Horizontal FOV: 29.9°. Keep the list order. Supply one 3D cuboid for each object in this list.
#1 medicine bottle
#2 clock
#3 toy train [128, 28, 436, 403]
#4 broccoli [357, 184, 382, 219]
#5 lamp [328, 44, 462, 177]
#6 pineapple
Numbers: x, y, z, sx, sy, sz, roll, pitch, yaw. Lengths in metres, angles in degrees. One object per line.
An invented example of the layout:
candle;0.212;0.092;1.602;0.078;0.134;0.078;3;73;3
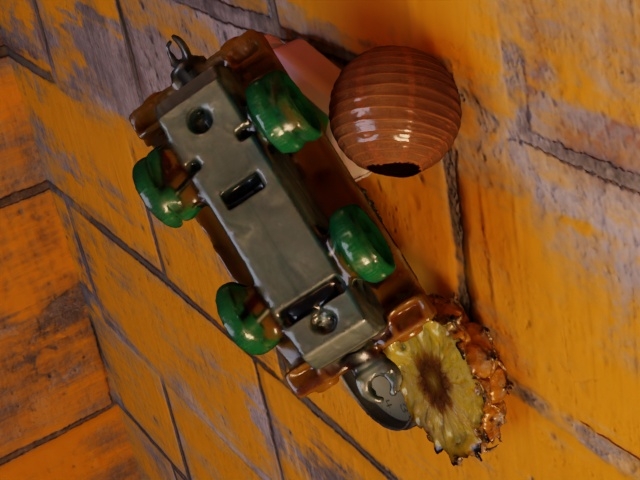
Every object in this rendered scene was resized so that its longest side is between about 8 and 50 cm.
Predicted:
medicine bottle;-0.016;-0.168;1.407;0.219;0.078;0.115;45;152;39
clock;0.074;0.144;1.563;0.226;0.049;0.226;48;152;35
toy train;-0.030;-0.028;1.251;0.429;0.178;0.249;58;-166;5
broccoli;0.000;0.000;1.440;0.154;0.160;0.167;30;121;53
lamp;0.074;-0.129;1.190;0.136;0.136;0.136;46;150;37
pineapple;0.150;0.150;1.374;0.225;0.076;0.224;43;145;41
